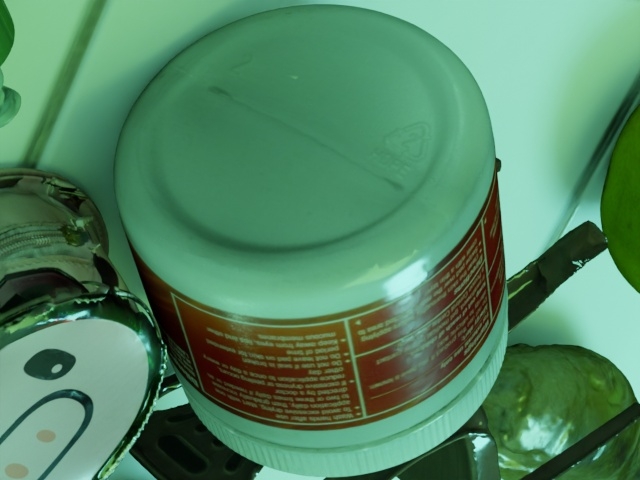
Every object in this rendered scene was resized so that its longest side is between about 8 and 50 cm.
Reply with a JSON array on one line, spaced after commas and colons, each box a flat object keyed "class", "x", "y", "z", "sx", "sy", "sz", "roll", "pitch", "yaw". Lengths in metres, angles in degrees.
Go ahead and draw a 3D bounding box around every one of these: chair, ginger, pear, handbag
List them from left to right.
[{"class": "handbag", "x": -0.178, "y": 0.071, "z": 1.010, "sx": 0.205, "sy": 0.116, "sz": 0.179, "roll": -47, "pitch": 145, "yaw": 4}, {"class": "chair", "x": 0.039, "y": 0.112, "z": 1.231, "sx": 0.326, "sy": 0.175, "sz": 0.183, "roll": -34, "pitch": 136, "yaw": -22}, {"class": "ginger", "x": 0.187, "y": 0.140, "z": 1.472, "sx": 0.263, "sy": 0.109, "sz": 0.116, "roll": 27, "pitch": 77, "yaw": -55}, {"class": "pear", "x": 0.292, "y": -0.044, "z": 1.361, "sx": 0.216, "sy": 0.166, "sz": 0.180, "roll": -51, "pitch": 143, "yaw": -41}]

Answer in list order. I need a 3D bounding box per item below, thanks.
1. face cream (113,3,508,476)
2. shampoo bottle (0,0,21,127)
[{"class": "face cream", "x": 0.000, "y": 0.000, "z": 1.048, "sx": 0.201, "sy": 0.201, "sz": 0.187, "roll": -34, "pitch": 145, "yaw": -16}, {"class": "shampoo bottle", "x": -0.184, "y": -0.121, "z": 0.858, "sx": 0.065, "sy": 0.065, "sz": 0.204, "roll": -36, "pitch": 145, "yaw": -13}]
